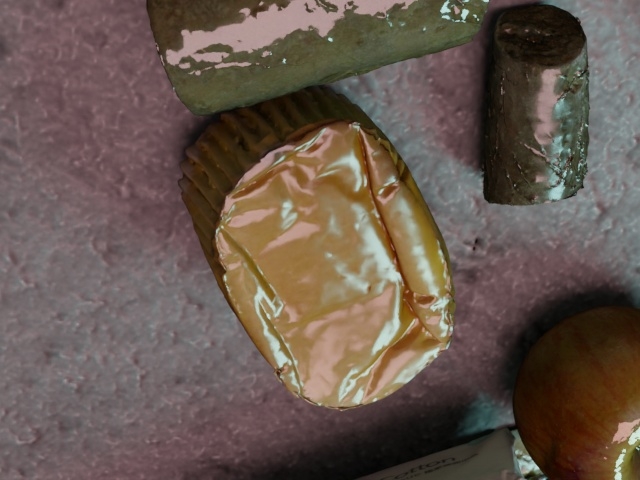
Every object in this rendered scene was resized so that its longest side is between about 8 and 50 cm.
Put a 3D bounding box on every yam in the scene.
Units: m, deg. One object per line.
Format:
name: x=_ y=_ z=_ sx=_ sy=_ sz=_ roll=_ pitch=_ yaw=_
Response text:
yam: x=0.196 y=-0.113 z=1.080 sx=0.107 sy=0.107 sz=0.183 roll=-9 pitch=120 yaw=-7
yam: x=-0.004 y=-0.203 z=0.946 sx=0.268 sy=0.161 sz=0.161 roll=-17 pitch=124 yaw=-3

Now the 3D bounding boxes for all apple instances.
apple: x=0.308 y=0.175 z=1.235 sx=0.211 sy=0.188 sz=0.211 roll=-8 pitch=123 yaw=-12

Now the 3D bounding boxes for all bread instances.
bread: x=0.000 y=0.000 z=1.080 sx=0.204 sy=0.156 sz=0.288 roll=-36 pitch=120 yaw=1

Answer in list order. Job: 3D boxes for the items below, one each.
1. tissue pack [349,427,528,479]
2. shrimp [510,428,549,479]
tissue pack: x=0.083 y=0.384 z=1.261 sx=0.356 sy=0.194 sz=0.266 roll=-18 pitch=96 yaw=7
shrimp: x=0.285 y=0.341 z=1.409 sx=0.365 sy=0.071 sz=0.233 roll=27 pitch=107 yaw=-20
